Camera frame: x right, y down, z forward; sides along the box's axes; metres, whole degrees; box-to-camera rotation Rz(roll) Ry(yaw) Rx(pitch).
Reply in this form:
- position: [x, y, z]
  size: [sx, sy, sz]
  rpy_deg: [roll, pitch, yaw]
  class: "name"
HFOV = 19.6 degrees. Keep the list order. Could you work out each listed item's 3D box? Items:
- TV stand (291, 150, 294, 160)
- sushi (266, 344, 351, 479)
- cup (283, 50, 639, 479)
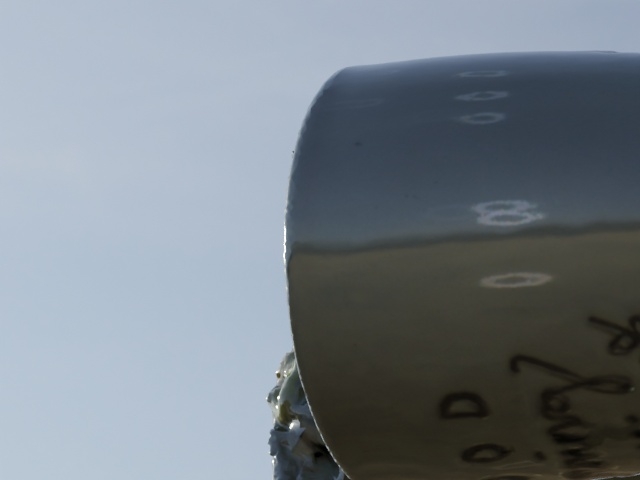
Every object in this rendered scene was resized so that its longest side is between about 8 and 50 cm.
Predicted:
- position: [0.000, 0.000, 1.622]
  size: [0.049, 0.040, 0.256]
  rpy_deg: [-11, -27, -8]
  class: "TV stand"
- position: [0.081, 0.077, 1.125]
  size: [0.139, 0.274, 0.184]
  rpy_deg: [38, -1, -34]
  class: "sushi"
- position: [0.138, 0.031, 0.796]
  size: [0.234, 0.186, 0.258]
  rpy_deg: [-3, -36, 21]
  class: "cup"
